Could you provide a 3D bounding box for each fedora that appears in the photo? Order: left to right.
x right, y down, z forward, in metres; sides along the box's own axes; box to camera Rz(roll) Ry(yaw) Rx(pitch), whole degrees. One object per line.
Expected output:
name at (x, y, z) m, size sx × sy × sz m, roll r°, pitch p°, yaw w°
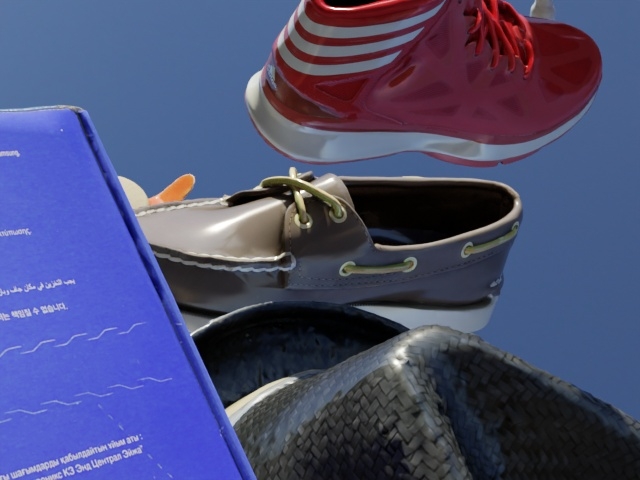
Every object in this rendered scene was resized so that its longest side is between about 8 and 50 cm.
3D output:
fedora at (0.072, 0.149, 0.553) m, size 0.152 × 0.334 × 0.334 m, roll -40°, pitch -116°, yaw 44°

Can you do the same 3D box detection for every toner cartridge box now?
toner cartridge box at (-0.166, 0.064, 0.278) m, size 0.075 × 0.347 × 0.165 m, roll -37°, pitch -107°, yaw 35°

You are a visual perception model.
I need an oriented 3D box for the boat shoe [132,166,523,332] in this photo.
boat shoe at (0.000, 0.000, 0.889) m, size 0.116 × 0.324 × 0.097 m, roll 49°, pitch -54°, yaw 45°

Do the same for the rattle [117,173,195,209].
rattle at (-0.218, 0.005, 1.288) m, size 0.130 × 0.199 × 0.143 m, roll 36°, pitch -60°, yaw 21°

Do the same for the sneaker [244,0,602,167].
sneaker at (0.079, -0.104, 0.690) m, size 0.087 × 0.221 × 0.128 m, roll 61°, pitch -34°, yaw 22°

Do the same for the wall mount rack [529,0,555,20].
wall mount rack at (0.151, -0.232, 0.806) m, size 0.130 × 0.304 × 0.350 m, roll -41°, pitch -149°, yaw 0°
